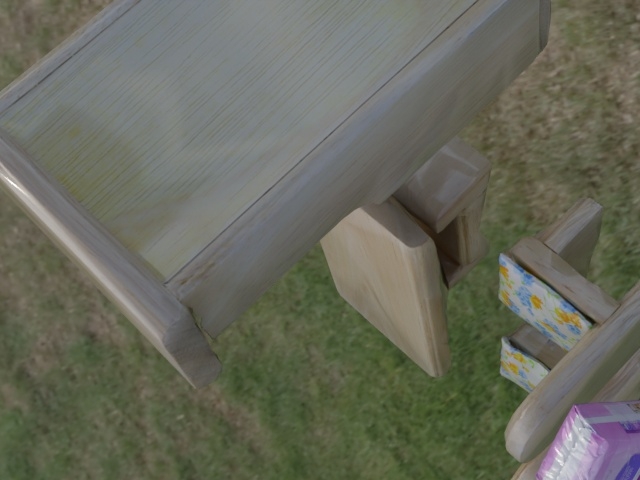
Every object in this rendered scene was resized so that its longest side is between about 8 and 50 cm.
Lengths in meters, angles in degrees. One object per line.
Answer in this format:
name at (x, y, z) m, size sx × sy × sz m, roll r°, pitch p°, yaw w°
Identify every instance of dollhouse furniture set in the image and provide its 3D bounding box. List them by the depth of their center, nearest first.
dollhouse furniture set at (0.000, 0.000, 0.666) m, size 0.362 × 0.256 × 0.394 m, roll 41°, pitch 166°, yaw 26°

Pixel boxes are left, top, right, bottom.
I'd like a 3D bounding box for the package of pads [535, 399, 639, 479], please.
package of pads at (0.150, 0.105, 0.518) m, size 0.032 × 0.083 × 0.050 m, roll 56°, pitch 134°, yaw 46°
